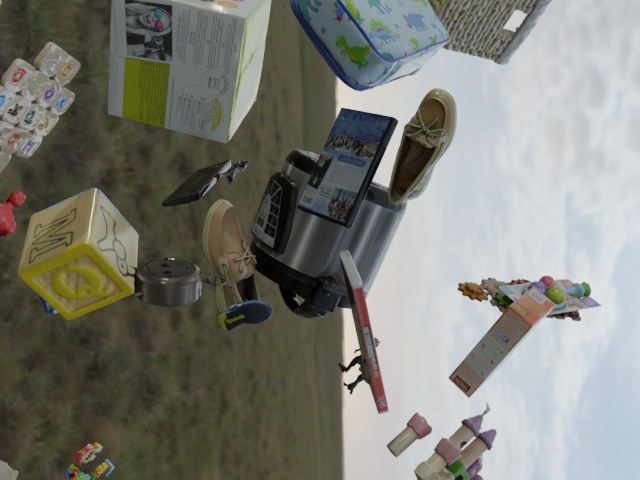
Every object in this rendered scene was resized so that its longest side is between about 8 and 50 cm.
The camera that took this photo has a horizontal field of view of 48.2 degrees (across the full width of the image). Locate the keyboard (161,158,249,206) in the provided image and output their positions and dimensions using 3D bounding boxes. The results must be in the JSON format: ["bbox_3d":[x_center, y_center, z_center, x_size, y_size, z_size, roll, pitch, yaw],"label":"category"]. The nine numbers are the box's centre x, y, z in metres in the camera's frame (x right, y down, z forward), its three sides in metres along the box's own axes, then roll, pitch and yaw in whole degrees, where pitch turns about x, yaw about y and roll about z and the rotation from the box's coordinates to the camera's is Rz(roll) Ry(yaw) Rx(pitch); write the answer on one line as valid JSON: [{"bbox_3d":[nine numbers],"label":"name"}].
[{"bbox_3d":[-0.311,-0.170,2.031,0.317,0.201,0.033,-68,140,-65],"label":"keyboard"}]

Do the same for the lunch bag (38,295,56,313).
[{"bbox_3d":[-0.674,0.111,1.850,0.129,0.096,0.151,128,-36,-88],"label":"lunch bag"}]

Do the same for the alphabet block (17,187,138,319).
[{"bbox_3d":[-0.552,0.031,1.659,0.197,0.193,0.192,-102,164,-47],"label":"alphabet block"}]

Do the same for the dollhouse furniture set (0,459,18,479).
[{"bbox_3d":[-0.675,0.378,1.385,0.355,0.303,0.174,35,64,-51],"label":"dollhouse furniture set"}]

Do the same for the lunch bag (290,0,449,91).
[{"bbox_3d":[0.072,-0.308,0.999,0.176,0.090,0.219,54,42,2],"label":"lunch bag"}]

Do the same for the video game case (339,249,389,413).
[{"bbox_3d":[0.088,0.183,1.476,0.204,0.025,0.285,-108,-175,-72],"label":"video game case"}]

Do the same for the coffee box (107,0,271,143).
[{"bbox_3d":[-0.337,-0.502,1.890,0.338,0.334,0.338,-75,178,-58],"label":"coffee box"}]

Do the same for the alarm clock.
[{"bbox_3d":[-0.277,0.077,1.402,0.129,0.191,0.064,-133,-131,-61],"label":"alarm clock"}]

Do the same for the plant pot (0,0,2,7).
[{"bbox_3d":[-0.713,-0.494,1.488,0.082,0.081,0.083,-55,178,10],"label":"plant pot"}]

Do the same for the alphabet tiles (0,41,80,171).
[{"bbox_3d":[-0.568,-0.244,1.361,0.284,0.021,0.278,-52,179,0],"label":"alphabet tiles"}]

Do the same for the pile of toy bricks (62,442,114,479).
[{"bbox_3d":[-0.640,0.640,1.866,0.212,0.118,0.105,-51,160,5],"label":"pile of toy bricks"}]

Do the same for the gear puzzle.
[{"bbox_3d":[0.522,0.138,1.917,0.175,0.338,0.044,-107,-153,-60],"label":"gear puzzle"}]

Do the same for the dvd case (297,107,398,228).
[{"bbox_3d":[0.056,-0.163,1.564,0.180,0.022,0.253,23,-91,49],"label":"dvd case"}]

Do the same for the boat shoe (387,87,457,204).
[{"bbox_3d":[0.230,-0.206,1.638,0.089,0.104,0.285,-33,145,-50],"label":"boat shoe"}]

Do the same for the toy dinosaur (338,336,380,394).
[{"bbox_3d":[0.110,0.347,1.944,0.064,0.118,0.268,48,18,-14],"label":"toy dinosaur"}]

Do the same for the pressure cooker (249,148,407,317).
[{"bbox_3d":[0.006,0.002,1.962,0.421,0.375,0.370,-67,160,10],"label":"pressure cooker"}]

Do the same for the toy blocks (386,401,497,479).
[{"bbox_3d":[0.387,0.600,1.877,0.309,0.260,0.289,34,-25,48],"label":"toy blocks"}]

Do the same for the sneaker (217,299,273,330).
[{"bbox_3d":[-0.162,0.157,1.592,0.059,0.144,0.053,-42,112,-55],"label":"sneaker"}]

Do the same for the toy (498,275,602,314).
[{"bbox_3d":[0.599,0.129,1.851,0.137,0.237,0.056,-128,-137,-53],"label":"toy"}]

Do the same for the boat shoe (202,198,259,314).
[{"bbox_3d":[-0.210,0.052,1.806,0.121,0.110,0.341,-46,140,-44],"label":"boat shoe"}]

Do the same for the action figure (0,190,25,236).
[{"bbox_3d":[-0.662,-0.017,1.337,0.091,0.280,0.139,52,4,-33],"label":"action figure"}]

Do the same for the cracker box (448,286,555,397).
[{"bbox_3d":[0.389,0.218,1.539,0.155,0.067,0.232,-20,147,-53],"label":"cracker box"}]

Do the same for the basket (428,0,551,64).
[{"bbox_3d":[0.445,-0.719,1.936,0.328,0.266,0.332,118,-22,-61],"label":"basket"}]
